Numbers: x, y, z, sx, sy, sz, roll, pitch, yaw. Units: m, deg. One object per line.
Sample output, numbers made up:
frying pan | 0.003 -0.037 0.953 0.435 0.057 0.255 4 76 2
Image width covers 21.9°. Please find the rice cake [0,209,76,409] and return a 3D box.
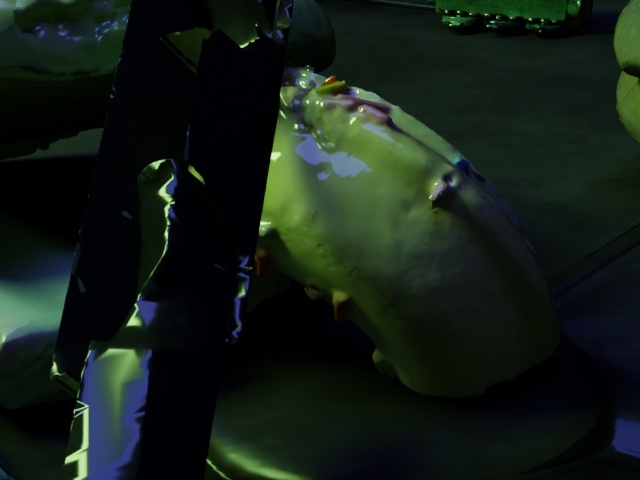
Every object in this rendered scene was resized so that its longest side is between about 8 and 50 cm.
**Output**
rice cake | -0.141 0.013 0.615 0.080 0.042 0.222 -13 22 -40

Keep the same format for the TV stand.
TV stand | -0.043 -0.011 0.497 0.042 0.036 0.249 -16 49 28

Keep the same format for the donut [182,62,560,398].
donut | -0.004 -0.003 0.567 0.166 0.108 0.065 18 58 33

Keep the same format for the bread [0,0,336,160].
bread | -0.143 -0.060 0.675 0.301 0.045 0.301 -11 -2 0

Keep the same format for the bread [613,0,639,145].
bread | 0.275 -0.046 0.656 0.337 0.102 0.183 10 27 23

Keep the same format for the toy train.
toy train | 0.119 -0.155 1.044 0.103 0.044 0.064 8 19 19

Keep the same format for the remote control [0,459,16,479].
remote control | -0.111 0.070 0.480 0.044 0.027 0.152 -22 24 -23
